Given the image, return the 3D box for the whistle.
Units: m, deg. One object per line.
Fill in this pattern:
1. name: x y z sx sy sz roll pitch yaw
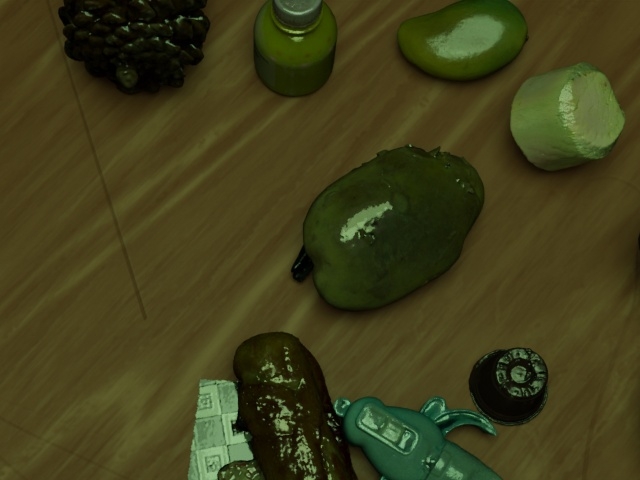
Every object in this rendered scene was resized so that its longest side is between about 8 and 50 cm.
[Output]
1. whistle: 0.135 0.288 1.627 0.274 0.093 0.186 32 73 4

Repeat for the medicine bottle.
1. medicine bottle: -0.035 -0.301 1.744 0.122 0.212 0.122 1 72 -3

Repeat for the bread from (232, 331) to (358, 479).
1. bread: -0.026 0.274 1.580 0.124 0.084 0.344 -18 68 -2

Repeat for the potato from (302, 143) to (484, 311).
1. potato: 0.106 -0.025 1.695 0.296 0.141 0.191 -34 100 -22

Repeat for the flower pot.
1. flower pot: 0.264 0.191 1.662 0.111 0.089 0.111 1 72 -3

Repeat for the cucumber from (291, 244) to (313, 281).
1. cucumber: -0.001 -0.001 1.743 0.135 0.033 0.034 -48 44 -16

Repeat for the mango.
1. mango: 0.217 -0.298 1.829 0.191 0.085 0.122 -20 84 1

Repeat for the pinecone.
1. pinecone: -0.260 -0.340 1.746 0.224 0.224 0.272 9 68 0

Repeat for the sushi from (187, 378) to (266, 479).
1. sushi: -0.083 0.321 1.627 0.193 0.043 0.279 6 71 -1

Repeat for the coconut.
1. coconut: 0.346 -0.175 1.759 0.147 0.153 0.147 6 79 -33

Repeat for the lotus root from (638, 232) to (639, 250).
1. lotus root: 0.624 0.000 1.669 0.375 0.111 0.390 4 50 -9
